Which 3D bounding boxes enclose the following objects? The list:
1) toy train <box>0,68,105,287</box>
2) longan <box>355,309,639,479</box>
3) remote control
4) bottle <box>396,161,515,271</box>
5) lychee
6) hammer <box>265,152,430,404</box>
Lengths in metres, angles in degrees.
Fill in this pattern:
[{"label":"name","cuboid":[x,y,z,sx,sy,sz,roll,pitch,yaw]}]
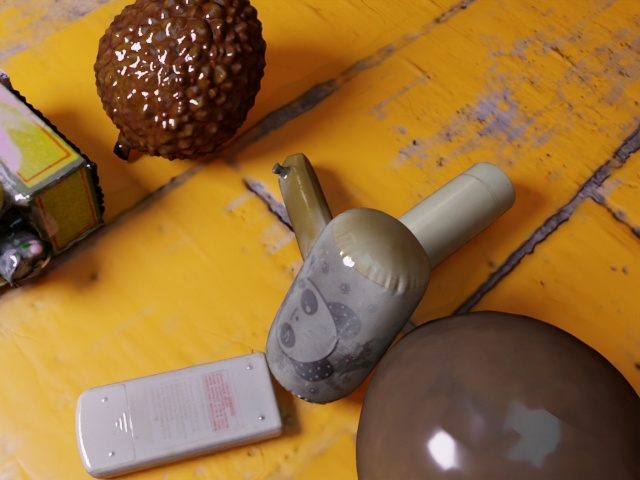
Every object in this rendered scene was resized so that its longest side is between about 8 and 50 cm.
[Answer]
[{"label":"toy train","cuboid":[-0.353,-0.069,0.718,0.261,0.134,0.177,41,62,16]},{"label":"longan","cuboid":[0.153,0.182,0.584,0.258,0.258,0.257,4,59,-6]},{"label":"remote control","cuboid":[-0.136,0.167,0.667,0.190,0.029,0.087,-11,61,-14]},{"label":"bottle","cuboid":[0.132,-0.014,0.789,0.202,0.072,0.072,-34,69,-25]},{"label":"lychee","cuboid":[-0.165,-0.187,0.790,0.238,0.200,0.200,-44,68,16]},{"label":"hammer","cuboid":[0.000,0.000,0.720,0.113,0.201,0.305,13,37,-27]}]
